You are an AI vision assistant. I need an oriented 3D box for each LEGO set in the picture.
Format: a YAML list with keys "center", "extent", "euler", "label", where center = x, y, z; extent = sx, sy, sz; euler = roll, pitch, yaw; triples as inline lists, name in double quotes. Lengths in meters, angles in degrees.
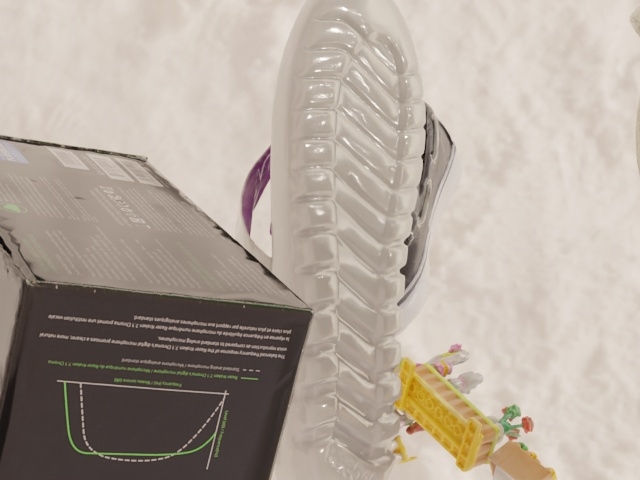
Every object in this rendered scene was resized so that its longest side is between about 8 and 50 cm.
- center: [0.106, 0.145, 1.247]
  extent: [0.107, 0.287, 0.132]
  euler: [-12, 93, -36]
  label: "LEGO set"

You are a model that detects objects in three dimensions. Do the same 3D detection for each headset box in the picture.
- center: [-0.137, 0.115, 0.742]
  extent: [0.131, 0.246, 0.283]
  euler: [7, 106, -26]
  label: "headset box"

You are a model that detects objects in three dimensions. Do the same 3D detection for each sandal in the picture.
- center: [-0.009, -0.004, 1.152]
  extent: [0.169, 0.102, 0.416]
  euler: [22, 68, -51]
  label: "sandal"

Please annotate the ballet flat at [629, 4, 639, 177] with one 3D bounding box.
- center: [0.297, -0.020, 1.102]
  extent: [0.139, 0.139, 0.400]
  euler: [-28, 120, -17]
  label: "ballet flat"

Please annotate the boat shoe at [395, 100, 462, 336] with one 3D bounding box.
- center: [0.069, -0.024, 1.551]
  extent: [0.301, 0.108, 0.102]
  euler: [-63, 142, -37]
  label: "boat shoe"
